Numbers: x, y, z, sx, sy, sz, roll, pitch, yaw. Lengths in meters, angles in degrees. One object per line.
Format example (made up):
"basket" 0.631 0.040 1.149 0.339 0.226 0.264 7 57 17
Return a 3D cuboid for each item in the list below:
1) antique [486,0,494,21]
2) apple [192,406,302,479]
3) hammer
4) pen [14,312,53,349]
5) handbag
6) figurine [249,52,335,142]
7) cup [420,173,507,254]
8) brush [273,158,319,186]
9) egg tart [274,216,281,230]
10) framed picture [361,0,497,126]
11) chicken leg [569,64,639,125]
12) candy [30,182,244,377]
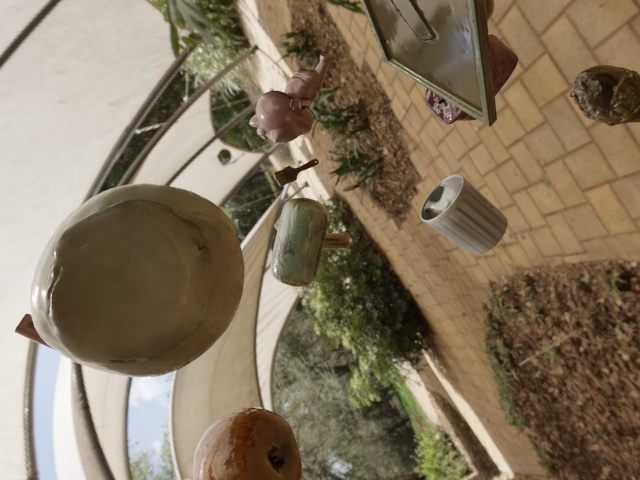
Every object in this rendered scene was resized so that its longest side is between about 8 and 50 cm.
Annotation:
"antique" 0.367 -0.638 1.230 0.278 0.224 0.128 18 -118 -78
"apple" -0.260 0.798 1.564 0.400 0.334 0.400 43 -148 -35
"hammer" 0.000 0.000 1.077 0.113 0.201 0.306 21 -168 26
"pen" -0.507 0.206 0.895 0.197 0.032 0.053 30 -134 -22
"handbag" 0.378 -0.413 1.138 0.146 0.136 0.225 60 147 23
"figurine" -0.060 -0.390 1.261 0.176 0.287 0.186 30 172 39
"cup" 0.433 -0.092 1.294 0.202 0.221 0.167 35 162 -15
"brush" -0.059 -0.188 1.181 0.014 0.170 0.043 -23 98 47
"egg tart" -0.098 -0.054 2.004 0.215 0.171 0.215 55 179 1
"framed picture" 0.130 -0.310 0.601 0.247 0.022 0.335 46 -177 31
"chicken leg" 0.467 -0.198 0.641 0.198 0.069 0.084 19 129 11
"candy" -0.249 0.056 0.640 0.295 0.296 0.185 62 172 -19
